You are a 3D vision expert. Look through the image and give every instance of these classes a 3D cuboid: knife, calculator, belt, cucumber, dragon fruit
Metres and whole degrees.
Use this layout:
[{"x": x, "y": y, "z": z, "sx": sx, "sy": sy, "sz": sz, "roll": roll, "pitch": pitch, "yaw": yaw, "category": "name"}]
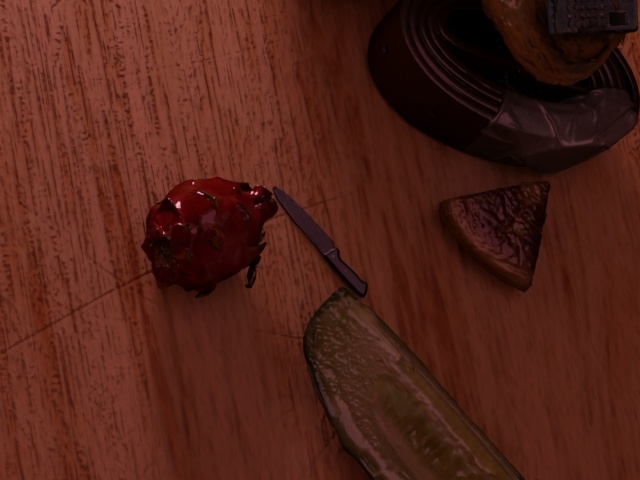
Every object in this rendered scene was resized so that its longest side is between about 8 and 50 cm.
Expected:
[{"x": 0.000, "y": 0.000, "z": 1.698, "sx": 0.023, "sy": 0.010, "sz": 0.170, "roll": -41, "pitch": 90, "yaw": -25, "category": "knife"}, {"x": 0.322, "y": -0.271, "z": 1.675, "sx": 0.172, "sy": 0.018, "sz": 0.057, "roll": -9, "pitch": 98, "yaw": -44, "category": "calculator"}, {"x": 0.234, "y": -0.210, "z": 1.789, "sx": 0.339, "sy": 0.122, "sz": 0.217, "roll": 22, "pitch": 66, "yaw": -13, "category": "belt"}, {"x": 0.094, "y": 0.203, "z": 1.626, "sx": 0.145, "sy": 0.105, "sz": 0.325, "roll": -40, "pitch": 91, "yaw": 1, "category": "cucumber"}, {"x": -0.127, "y": -0.012, "z": 1.594, "sx": 0.166, "sy": 0.133, "sz": 0.136, "roll": -35, "pitch": 131, "yaw": -25, "category": "dragon fruit"}]

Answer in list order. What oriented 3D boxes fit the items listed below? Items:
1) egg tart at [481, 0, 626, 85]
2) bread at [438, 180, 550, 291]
[{"x": 0.265, "y": -0.329, "z": 1.705, "sx": 0.291, "sy": 0.107, "sz": 0.290, "roll": 1, "pitch": 88, "yaw": -42, "category": "egg tart"}, {"x": 0.231, "y": 0.000, "z": 1.762, "sx": 0.154, "sy": 0.054, "sz": 0.136, "roll": -15, "pitch": 79, "yaw": -18, "category": "bread"}]
